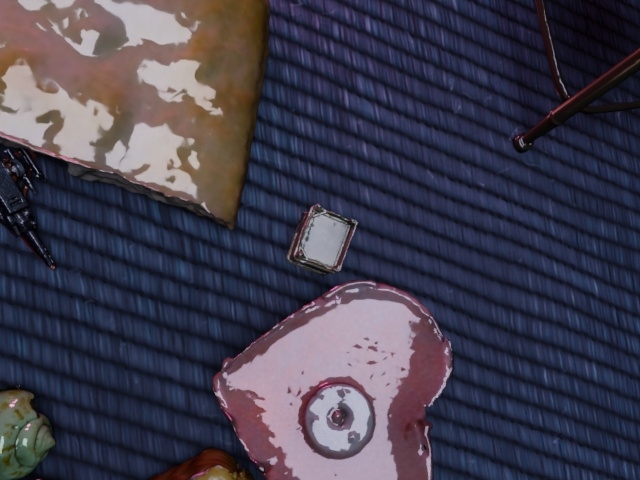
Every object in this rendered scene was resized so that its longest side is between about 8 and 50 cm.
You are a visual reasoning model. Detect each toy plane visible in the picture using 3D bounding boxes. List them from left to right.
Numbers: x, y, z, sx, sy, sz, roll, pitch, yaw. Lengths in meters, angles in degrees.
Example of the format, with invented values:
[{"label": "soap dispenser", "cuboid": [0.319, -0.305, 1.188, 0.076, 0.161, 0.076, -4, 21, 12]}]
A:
[{"label": "toy plane", "cuboid": [-0.379, -0.046, 0.691, 0.189, 0.061, 0.130, 54, 46, -6]}]

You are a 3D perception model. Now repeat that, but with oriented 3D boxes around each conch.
[{"label": "conch", "cuboid": [-0.392, 0.219, 0.656, 0.170, 0.079, 0.106, 4, 68, -5]}]

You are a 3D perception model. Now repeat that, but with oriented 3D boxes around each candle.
[{"label": "candle", "cuboid": [0.007, 0.213, 0.718, 0.287, 0.131, 0.317, 8, 72, -5]}]

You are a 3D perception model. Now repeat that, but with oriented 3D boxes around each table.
[{"label": "table", "cuboid": [0.000, 0.000, 0.757, 0.062, 0.083, 0.079, 22, 81, -10]}]

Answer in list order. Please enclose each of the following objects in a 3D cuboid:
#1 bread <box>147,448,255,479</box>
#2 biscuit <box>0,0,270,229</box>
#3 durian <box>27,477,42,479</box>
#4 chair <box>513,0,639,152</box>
[{"label": "bread", "cuboid": [-0.143, 0.382, 0.679, 0.181, 0.096, 0.222, -20, 89, -11]}, {"label": "biscuit", "cuboid": [-0.275, -0.271, 0.709, 0.429, 0.104, 0.446, 12, 81, -18]}, {"label": "durian", "cuboid": [-0.328, 0.322, 0.637, 0.188, 0.091, 0.148, 17, 124, -7]}, {"label": "chair", "cuboid": [0.488, -0.362, 0.738, 0.364, 0.410, 0.362, -9, 86, -14]}]
